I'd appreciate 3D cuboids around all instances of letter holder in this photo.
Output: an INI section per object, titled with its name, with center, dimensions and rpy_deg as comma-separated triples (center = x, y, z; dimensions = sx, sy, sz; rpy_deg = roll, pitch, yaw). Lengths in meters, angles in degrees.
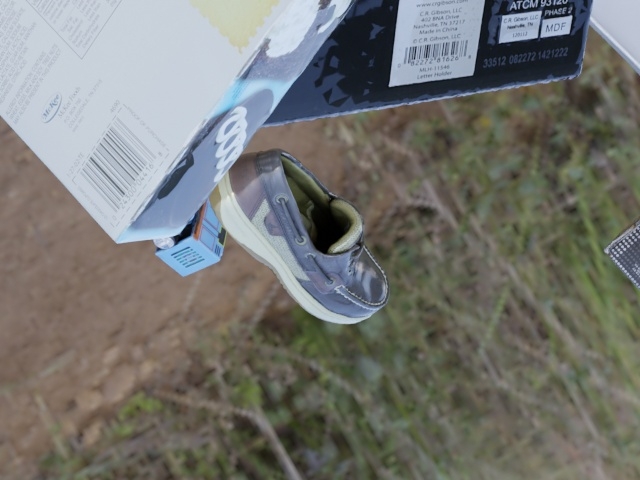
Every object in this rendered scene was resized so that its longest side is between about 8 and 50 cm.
[letter holder]
center = -0.010, -0.191, 0.940
dimensions = 0.302, 0.152, 0.214
rpy_deg = -11, -145, -24

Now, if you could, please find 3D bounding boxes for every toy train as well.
[toy train]
center = -0.161, -0.050, 1.857
dimensions = 0.080, 0.105, 0.184
rpy_deg = -22, -139, 30

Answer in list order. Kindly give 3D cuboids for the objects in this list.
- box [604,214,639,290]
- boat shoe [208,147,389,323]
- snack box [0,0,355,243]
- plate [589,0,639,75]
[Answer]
[box]
center = 0.359, 0.083, 1.308
dimensions = 0.060, 0.270, 0.216
rpy_deg = -43, 174, 13
[boat shoe]
center = 0.000, -0.001, 1.205
dimensions = 0.073, 0.223, 0.080
rpy_deg = -16, -127, 30
[snack box]
center = -0.048, -0.177, 0.666
dimensions = 0.322, 0.187, 0.060
rpy_deg = -51, 162, 24
[plate]
center = 0.386, -0.217, 1.496
dimensions = 0.277, 0.278, 0.045
rpy_deg = -50, -169, -31
